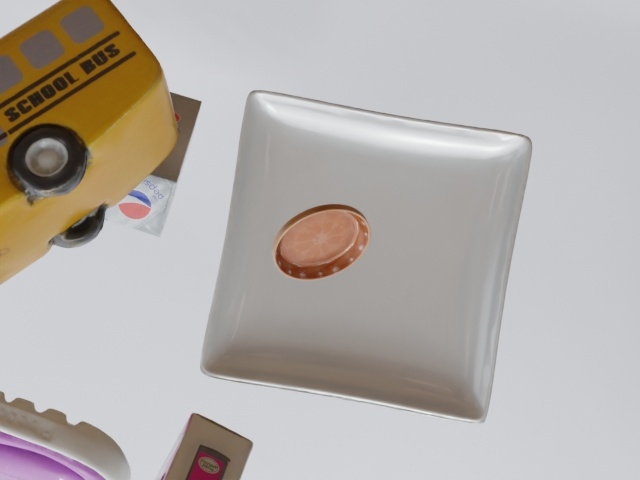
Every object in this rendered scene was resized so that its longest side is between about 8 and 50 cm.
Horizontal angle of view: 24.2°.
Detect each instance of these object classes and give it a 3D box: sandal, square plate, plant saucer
[{"bbox_3d":[-0.382,0.189,1.359,0.416,0.169,0.102,8,-129,10],"label":"sandal"},{"bbox_3d":[0.054,0.019,1.773,0.344,0.347,0.049,10,178,1],"label":"square plate"},{"bbox_3d":[0.000,0.000,1.223,0.083,0.083,0.013,8,-137,-31],"label":"plant saucer"}]

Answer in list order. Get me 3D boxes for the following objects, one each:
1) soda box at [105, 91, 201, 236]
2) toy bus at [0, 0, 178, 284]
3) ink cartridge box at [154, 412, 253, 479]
[{"bbox_3d":[-0.238,-0.118,2.095,0.098,0.091,0.286,17,-153,-6],"label":"soda box"},{"bbox_3d":[-0.255,-0.029,1.028,0.130,0.332,0.108,51,167,18],"label":"toy bus"},{"bbox_3d":[-0.143,0.297,1.080,0.069,0.176,0.371,27,-152,-6],"label":"ink cartridge box"}]
